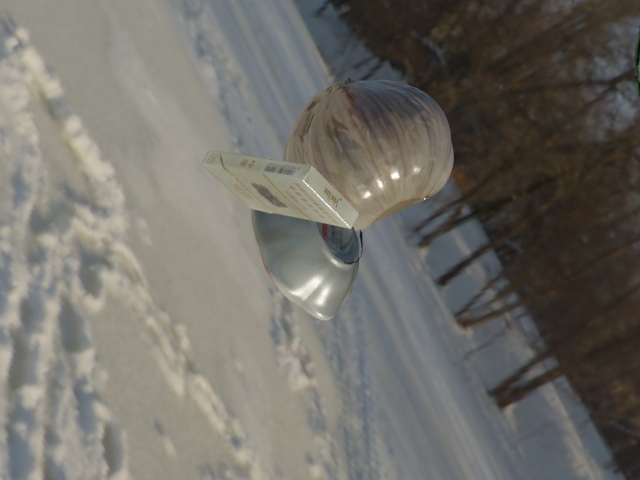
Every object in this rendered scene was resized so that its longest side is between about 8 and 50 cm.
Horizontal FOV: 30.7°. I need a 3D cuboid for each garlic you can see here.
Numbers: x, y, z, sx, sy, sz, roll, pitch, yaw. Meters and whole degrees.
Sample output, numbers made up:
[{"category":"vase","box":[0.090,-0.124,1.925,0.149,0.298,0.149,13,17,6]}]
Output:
[{"category":"garlic","box":[0.079,-0.161,2.074,0.259,0.317,0.317,63,5,-6]}]

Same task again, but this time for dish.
[{"category":"dish","box":[0.000,0.000,1.745,0.229,0.081,0.229,35,41,-37]}]

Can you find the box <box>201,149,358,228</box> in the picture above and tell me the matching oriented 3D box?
[{"category":"box","box":[-0.044,-0.056,1.230,0.167,0.024,0.090,12,-24,46]}]

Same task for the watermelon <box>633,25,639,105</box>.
[{"category":"watermelon","box":[0.489,-0.254,1.404,0.148,0.318,0.226,14,22,-37]}]
